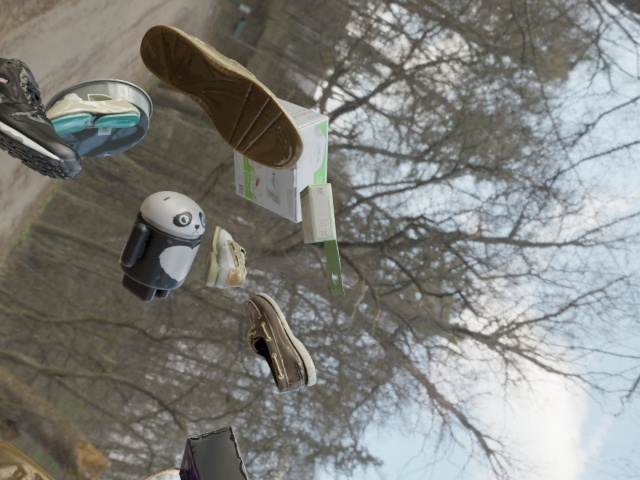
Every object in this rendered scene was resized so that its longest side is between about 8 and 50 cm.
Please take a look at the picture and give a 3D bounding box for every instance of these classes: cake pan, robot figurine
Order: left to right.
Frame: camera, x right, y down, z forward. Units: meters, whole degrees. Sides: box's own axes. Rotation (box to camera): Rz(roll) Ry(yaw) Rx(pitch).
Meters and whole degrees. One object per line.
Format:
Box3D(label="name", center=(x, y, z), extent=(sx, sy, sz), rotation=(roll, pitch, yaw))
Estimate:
Box3D(label="cake pan", center=(-0.601, -0.323, 1.699), extent=(0.293, 0.293, 0.054), rotation=(-47, -122, 46))
Box3D(label="robot figurine", center=(-0.394, 0.015, 1.554), extent=(0.278, 0.174, 0.209), rotation=(-65, -163, 13))

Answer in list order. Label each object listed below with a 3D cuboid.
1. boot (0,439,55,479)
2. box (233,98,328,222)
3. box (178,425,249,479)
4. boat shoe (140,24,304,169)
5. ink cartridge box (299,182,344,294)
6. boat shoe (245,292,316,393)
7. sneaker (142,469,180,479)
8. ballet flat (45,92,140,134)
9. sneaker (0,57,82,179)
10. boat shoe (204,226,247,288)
Box3D(label="boot", center=(-0.263, 0.172, 0.400), extent=(0.165, 0.213, 0.077), rotation=(-56, 170, 28))
Box3D(label="box", center=(-0.106, -0.213, 1.599), extent=(0.127, 0.231, 0.261), rotation=(-31, 134, -41))
Box3D(label="box", center=(-0.199, 0.540, 1.245), extent=(0.184, 0.103, 0.261), rotation=(108, -35, -45))
Box3D(label="boat shoe", center=(-0.160, -0.266, 1.122), extent=(0.121, 0.341, 0.110), rotation=(-46, -175, 22))
Box3D(label="ink cartridge box", center=(0.000, 0.000, 1.354), extent=(0.171, 0.056, 0.234), rotation=(173, -88, -82))
Box3D(label="boat shoe", center=(-0.126, 0.253, 1.568), extent=(0.324, 0.097, 0.116), rotation=(50, -32, 42))
Box3D(label="sneaker", center=(-0.446, 0.641, 1.479), extent=(0.099, 0.263, 0.121), rotation=(103, -30, -57))
Box3D(label="ballet flat", center=(-0.513, -0.282, 1.357), extent=(0.248, 0.086, 0.086), rotation=(-18, 148, -53))
Box3D(label="sneaker", center=(-0.444, -0.201, 0.892), extent=(0.124, 0.283, 0.107), rotation=(-56, 172, -18))
Box3D(label="boat shoe", center=(-0.268, 0.055, 1.762), extent=(0.302, 0.103, 0.113), rotation=(-106, -148, -63))
